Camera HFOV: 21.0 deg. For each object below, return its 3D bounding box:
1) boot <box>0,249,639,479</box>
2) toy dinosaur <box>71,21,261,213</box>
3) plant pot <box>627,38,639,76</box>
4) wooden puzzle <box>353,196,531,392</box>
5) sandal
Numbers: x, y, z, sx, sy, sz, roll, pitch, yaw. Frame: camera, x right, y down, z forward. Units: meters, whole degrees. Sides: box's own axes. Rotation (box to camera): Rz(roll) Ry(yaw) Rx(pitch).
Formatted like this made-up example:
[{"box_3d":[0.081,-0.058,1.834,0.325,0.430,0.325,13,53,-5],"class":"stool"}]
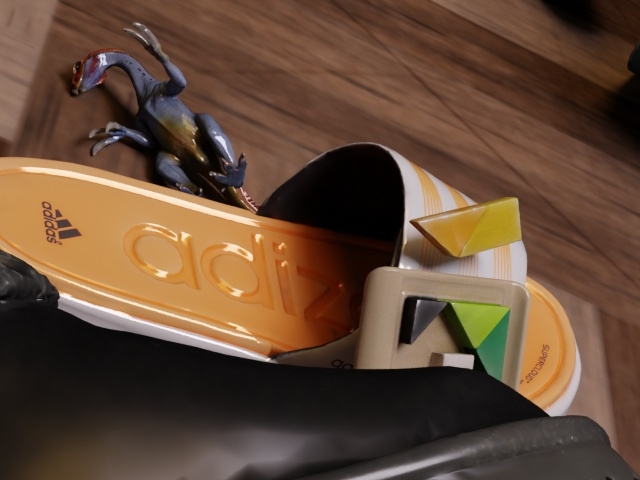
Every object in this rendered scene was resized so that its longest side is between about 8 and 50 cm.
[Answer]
[{"box_3d":[-0.091,0.021,0.473,0.348,0.131,0.260,-1,47,-41],"class":"boot"},{"box_3d":[-0.063,-0.042,0.679,0.090,0.047,0.082,48,5,-48],"class":"toy dinosaur"},{"box_3d":[0.392,-0.079,0.869,0.334,0.341,0.341,51,36,8],"class":"plant pot"},{"box_3d":[0.042,0.044,0.588,0.078,0.116,0.014,-2,7,-39],"class":"wooden puzzle"},{"box_3d":[0.002,0.008,0.617,0.265,0.076,0.102,13,40,-30],"class":"sandal"}]
